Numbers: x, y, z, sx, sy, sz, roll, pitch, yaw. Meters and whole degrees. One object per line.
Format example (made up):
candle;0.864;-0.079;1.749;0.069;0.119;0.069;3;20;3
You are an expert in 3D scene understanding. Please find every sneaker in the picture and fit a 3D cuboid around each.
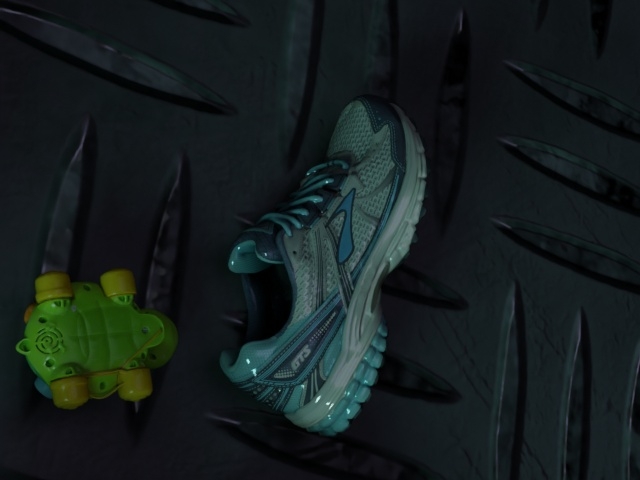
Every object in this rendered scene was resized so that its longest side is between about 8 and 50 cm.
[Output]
sneaker;0.000;0.000;1.144;0.122;0.110;0.283;24;62;-24

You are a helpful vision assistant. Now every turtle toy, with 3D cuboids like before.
turtle toy;-0.153;0.070;1.035;0.130;0.066;0.095;-2;76;-36
